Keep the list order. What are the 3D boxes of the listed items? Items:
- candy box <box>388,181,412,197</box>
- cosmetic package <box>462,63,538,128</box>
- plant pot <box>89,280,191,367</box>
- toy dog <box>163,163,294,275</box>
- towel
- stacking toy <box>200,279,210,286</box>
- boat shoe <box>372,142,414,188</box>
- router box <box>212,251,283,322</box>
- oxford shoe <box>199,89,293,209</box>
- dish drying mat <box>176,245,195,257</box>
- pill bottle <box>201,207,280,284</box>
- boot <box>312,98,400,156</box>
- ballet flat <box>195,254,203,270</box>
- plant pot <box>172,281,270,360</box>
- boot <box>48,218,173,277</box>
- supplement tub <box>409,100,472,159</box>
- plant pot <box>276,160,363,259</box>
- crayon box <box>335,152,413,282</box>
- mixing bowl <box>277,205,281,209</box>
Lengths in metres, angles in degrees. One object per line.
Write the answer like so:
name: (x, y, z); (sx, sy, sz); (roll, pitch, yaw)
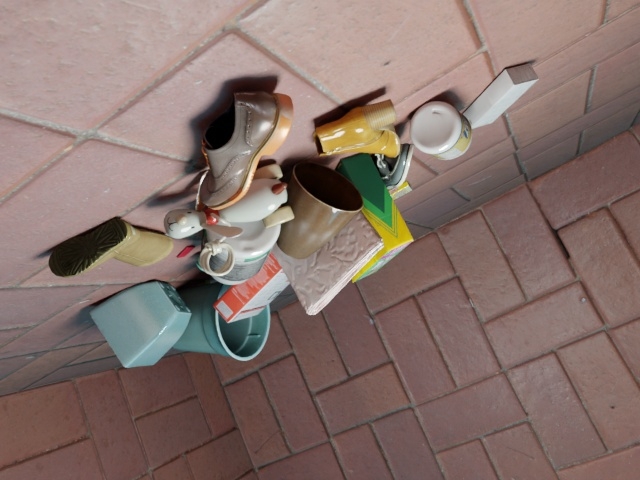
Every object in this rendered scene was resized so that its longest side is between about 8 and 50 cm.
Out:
candy box: (0.276, -0.177, 2.268); (0.205, 0.027, 0.105); (-28, 165, 13)
cosmetic package: (0.525, -0.422, 1.629); (0.098, 0.061, 0.239); (-17, 166, -23)
plant pot: (-0.627, 0.285, 2.013); (0.252, 0.247, 0.248); (-38, 168, 0)
toy dog: (-0.203, -0.083, 1.354); (0.333, 0.220, 0.161); (-41, -176, -20)
towel: (0.000, 0.000, 1.647); (0.317, 0.332, 0.053); (-44, 145, 18)
stacking toy: (-0.384, 0.152, 2.333); (0.167, 0.052, 0.221); (2, 159, -46)
boat shoe: (0.203, -0.226, 1.669); (0.099, 0.116, 0.319); (17, 173, -4)
router box: (-0.195, 0.149, 1.964); (0.301, 0.082, 0.335); (-45, 170, 6)
oxford shoe: (-0.197, -0.189, 1.150); (0.132, 0.130, 0.364); (6, 146, -33)
dish drying mat: (-0.446, 0.037, 1.826); (0.032, 0.008, 0.083); (-11, 163, -44)
pill bottle: (-0.245, 0.005, 1.613); (0.204, 0.204, 0.361); (-20, 167, -21)
boot: (0.092, -0.263, 1.425); (0.211, 0.104, 0.295); (-19, 166, 6)
ballet flat: (-0.362, 0.075, 1.991); (0.087, 0.083, 0.247); (-40, 168, 5)
plant pot: (-0.435, 0.314, 2.217); (0.334, 0.341, 0.341); (-9, 177, 29)
boot: (-0.542, 0.039, 1.465); (0.236, 0.089, 0.269); (-25, 169, 3)
supplement tub: (0.351, -0.309, 1.575); (0.144, 0.144, 0.199); (-30, 167, 25)
plant pot: (-0.028, -0.065, 1.544); (0.215, 0.215, 0.230); (-10, 141, -48)
crayon box: (0.126, -0.063, 1.782); (0.106, 0.313, 0.363); (-20, 167, -19)
mixing bowl: (-0.153, -0.039, 1.857); (0.181, 0.098, 0.181); (-24, 168, -5)
